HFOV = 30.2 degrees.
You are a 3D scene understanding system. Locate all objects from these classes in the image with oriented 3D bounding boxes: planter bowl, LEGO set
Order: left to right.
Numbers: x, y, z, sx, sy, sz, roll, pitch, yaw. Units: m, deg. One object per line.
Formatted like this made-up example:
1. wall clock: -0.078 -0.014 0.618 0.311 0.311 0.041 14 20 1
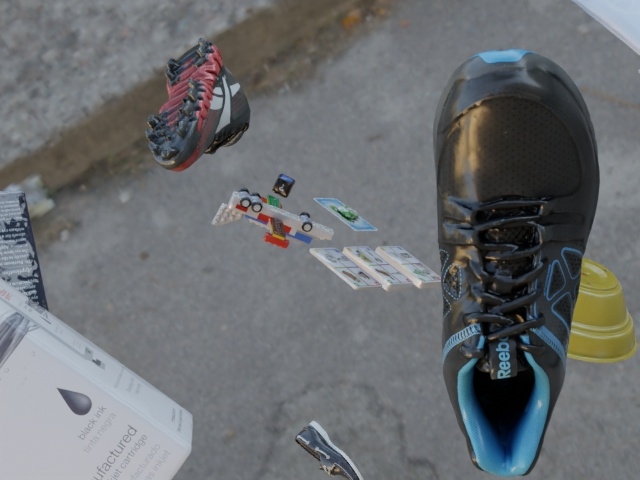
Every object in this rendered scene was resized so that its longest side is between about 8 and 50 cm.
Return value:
1. LEGO set: 0.000 0.000 1.364 0.244 0.182 0.060 38 112 29
2. planter bowl: 0.373 0.083 1.734 0.217 0.090 0.217 13 25 -6

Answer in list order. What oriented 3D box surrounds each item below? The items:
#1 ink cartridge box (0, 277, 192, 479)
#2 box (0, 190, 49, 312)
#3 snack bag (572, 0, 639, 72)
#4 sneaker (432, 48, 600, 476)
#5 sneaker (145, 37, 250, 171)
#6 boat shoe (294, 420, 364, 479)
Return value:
1. ink cartridge box: -0.271 0.151 0.927 0.207 0.283 0.117 -54 7 0
2. box: -0.371 0.068 1.267 0.108 0.207 0.153 -8 -8 -36
3. snack bag: 0.368 -0.169 0.832 0.323 0.037 0.342 -29 50 -11
4. sneaker: 0.150 0.025 0.895 0.125 0.341 0.140 -2 32 10
5. sneaker: -0.158 -0.165 1.627 0.097 0.135 0.276 -29 28 22
6. boat shoe: 0.012 0.293 1.588 0.038 0.046 0.125 -36 54 -16
